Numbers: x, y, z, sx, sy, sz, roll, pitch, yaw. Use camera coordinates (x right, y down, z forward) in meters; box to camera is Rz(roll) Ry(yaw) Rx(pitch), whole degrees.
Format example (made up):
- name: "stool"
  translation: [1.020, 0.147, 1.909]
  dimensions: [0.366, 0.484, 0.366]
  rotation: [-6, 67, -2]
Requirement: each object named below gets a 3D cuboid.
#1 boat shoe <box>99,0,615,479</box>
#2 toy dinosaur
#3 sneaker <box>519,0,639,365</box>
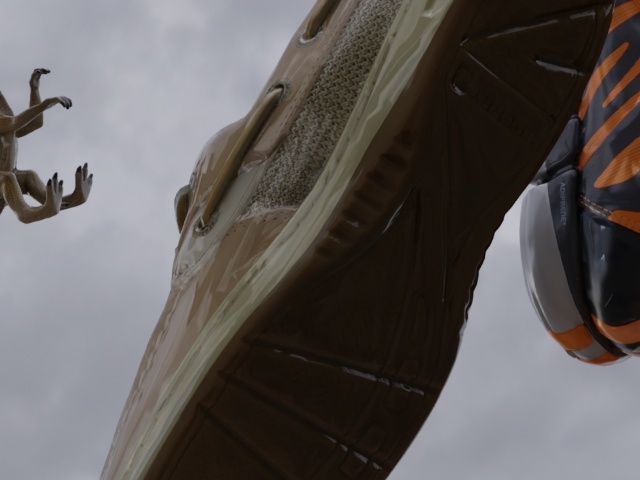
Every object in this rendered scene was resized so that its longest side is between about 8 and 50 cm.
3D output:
- name: "boat shoe"
  translation: [0.000, 0.000, 0.734]
  dimensions: [0.121, 0.110, 0.341]
  rotation: [41, -102, -43]
- name: "toy dinosaur"
  translation: [-0.174, -0.029, 0.915]
  dimensions: [0.092, 0.183, 0.053]
  rotation: [1, -11, 16]
- name: "sneaker"
  translation: [0.193, -0.104, 0.858]
  dimensions: [0.180, 0.321, 0.124]
  rotation: [-19, -23, 40]
